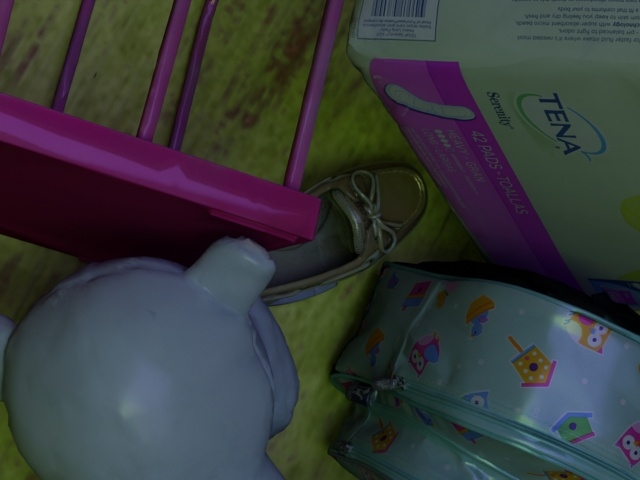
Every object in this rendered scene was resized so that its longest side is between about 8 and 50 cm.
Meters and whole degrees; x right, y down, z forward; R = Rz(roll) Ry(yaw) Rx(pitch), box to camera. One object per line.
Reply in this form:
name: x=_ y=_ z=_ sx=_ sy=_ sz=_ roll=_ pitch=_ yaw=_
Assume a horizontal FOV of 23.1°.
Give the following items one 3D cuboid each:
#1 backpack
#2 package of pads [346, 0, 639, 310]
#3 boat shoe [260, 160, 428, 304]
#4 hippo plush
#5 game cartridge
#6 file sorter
backpack: x=0.104 y=0.089 z=0.802 sx=0.165 sy=0.188 sz=0.144 roll=30 pitch=73 yaw=-20
package of pads: x=0.169 y=-0.052 z=0.749 sx=0.296 sy=0.229 sz=0.101 roll=48 pitch=52 yaw=-56
boat shoe: x=-0.001 y=-0.002 z=0.823 sx=0.153 sy=0.048 sz=0.056 roll=-21 pitch=94 yaw=-25
hippo plush: x=-0.084 y=0.135 z=0.686 sx=0.234 sy=0.294 sz=0.237 roll=-25 pitch=86 yaw=8
game cartridge: x=-0.030 y=0.008 z=0.845 sx=0.083 sy=0.017 sz=0.056 roll=-5 pitch=91 yaw=-25
file sorter: x=-0.153 y=-0.114 z=0.699 sx=0.290 sy=0.202 sz=0.182 roll=18 pitch=76 yaw=-22
